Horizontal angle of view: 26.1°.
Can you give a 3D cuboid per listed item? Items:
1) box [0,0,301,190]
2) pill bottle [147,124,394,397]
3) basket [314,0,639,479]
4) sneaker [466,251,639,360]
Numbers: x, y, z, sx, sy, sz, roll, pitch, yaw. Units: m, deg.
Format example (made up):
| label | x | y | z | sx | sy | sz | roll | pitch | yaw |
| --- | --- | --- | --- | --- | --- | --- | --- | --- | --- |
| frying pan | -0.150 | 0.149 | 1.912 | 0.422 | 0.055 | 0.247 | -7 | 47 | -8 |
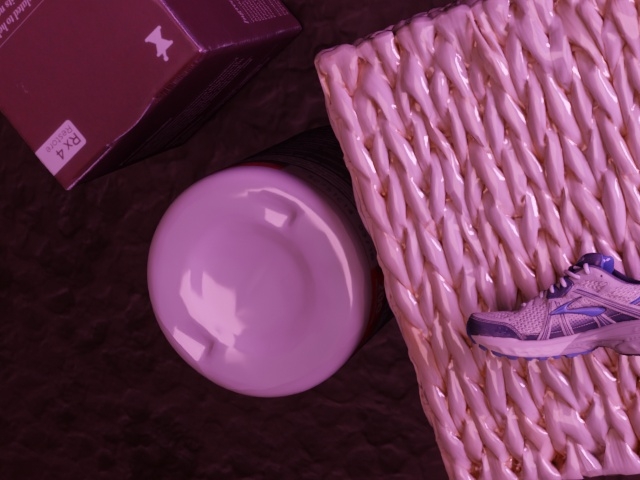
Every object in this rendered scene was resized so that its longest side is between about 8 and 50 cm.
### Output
| label | x | y | z | sx | sy | sz | roll | pitch | yaw |
| --- | --- | --- | --- | --- | --- | --- | --- | --- | --- |
| box | -0.154 | -0.170 | 1.104 | 0.168 | 0.203 | 0.167 | -40 | 87 | 24 |
| pill bottle | 0.000 | 0.000 | 1.044 | 0.161 | 0.283 | 0.161 | 5 | 105 | 19 |
| basket | 0.209 | -0.037 | 0.939 | 0.266 | 0.328 | 0.331 | -16 | 98 | 28 |
| sneaker | 0.148 | 0.035 | 0.781 | 0.135 | 0.052 | 0.058 | -5 | 94 | 20 |
